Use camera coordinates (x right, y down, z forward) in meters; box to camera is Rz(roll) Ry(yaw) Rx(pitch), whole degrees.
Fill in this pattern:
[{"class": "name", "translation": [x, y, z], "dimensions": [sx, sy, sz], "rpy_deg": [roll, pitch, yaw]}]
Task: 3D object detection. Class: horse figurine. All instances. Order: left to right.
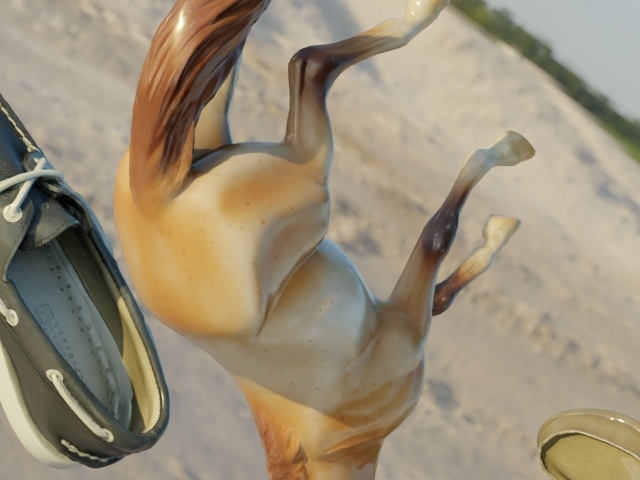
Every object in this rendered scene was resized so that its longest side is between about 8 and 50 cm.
[{"class": "horse figurine", "translation": [0.000, 0.000, 0.667], "dimensions": [0.066, 0.174, 0.263], "rpy_deg": [16, -29, 39]}]

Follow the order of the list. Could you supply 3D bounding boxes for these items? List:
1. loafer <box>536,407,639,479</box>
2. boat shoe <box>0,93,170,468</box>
[{"class": "loafer", "translation": [0.188, 0.144, 1.158], "dimensions": [0.148, 0.056, 0.050], "rpy_deg": [21, 36, 26]}, {"class": "boat shoe", "translation": [-0.183, 0.001, 1.263], "dimensions": [0.114, 0.091, 0.302], "rpy_deg": [-38, 106, -42]}]
